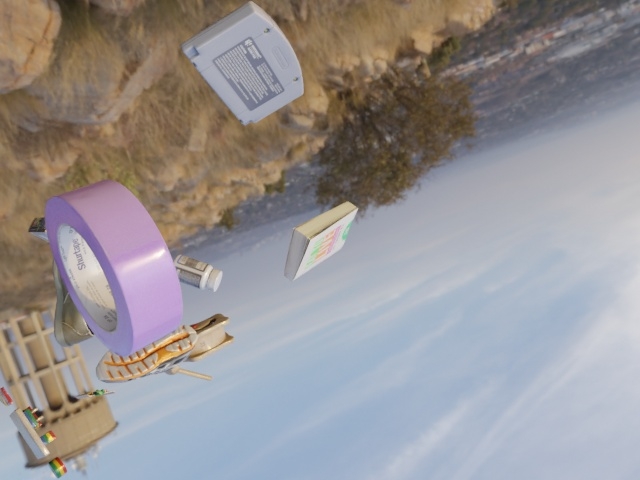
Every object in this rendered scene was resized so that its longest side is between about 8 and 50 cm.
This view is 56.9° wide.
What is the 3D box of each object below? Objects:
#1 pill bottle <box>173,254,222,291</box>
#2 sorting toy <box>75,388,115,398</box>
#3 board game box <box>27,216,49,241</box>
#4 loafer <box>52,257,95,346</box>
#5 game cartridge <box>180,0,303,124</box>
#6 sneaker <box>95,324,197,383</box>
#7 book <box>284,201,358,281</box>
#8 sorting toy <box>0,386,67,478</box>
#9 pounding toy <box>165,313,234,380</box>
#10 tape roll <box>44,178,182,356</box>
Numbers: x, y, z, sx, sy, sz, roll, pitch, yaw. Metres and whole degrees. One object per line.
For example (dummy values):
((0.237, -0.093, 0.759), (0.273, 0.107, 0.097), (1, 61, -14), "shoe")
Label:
((-0.364, 0.099, 1.735), (0.137, 0.078, 0.078), (20, -177, 3), "pill bottle")
((-0.458, 0.314, 1.218), (0.083, 0.012, 0.062), (-20, 163, 41), "sorting toy")
((-0.670, -0.005, 1.576), (0.141, 0.048, 0.170), (-1, 153, 46), "board game box")
((-0.530, 0.107, 1.308), (0.087, 0.251, 0.094), (-4, 175, 5), "loafer")
((-0.153, -0.388, 1.318), (0.198, 0.062, 0.297), (-33, 153, 4), "game cartridge")
((-0.359, 0.253, 1.240), (0.215, 0.084, 0.083), (-16, 144, -31), "sneaker")
((0.000, 0.000, 0.983), (0.144, 0.035, 0.096), (-33, 150, -47), "book")
((-0.710, 0.460, 1.460), (0.046, 0.274, 0.132), (-34, 180, -38), "sorting toy")
((-0.381, 0.336, 1.783), (0.154, 0.154, 0.269), (-3, -166, 42), "pounding toy")
((-0.335, 0.045, 0.951), (0.090, 0.274, 0.275), (-27, -175, -36), "tape roll")
